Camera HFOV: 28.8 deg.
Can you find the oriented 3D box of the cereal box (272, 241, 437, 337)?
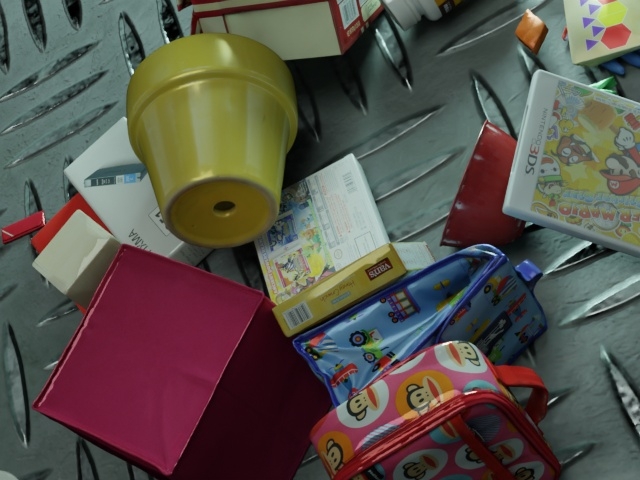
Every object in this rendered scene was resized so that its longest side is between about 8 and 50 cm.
[{"bbox_3d":[0.051,0.060,1.599,0.173,0.240,0.047,-30,83,12],"label":"cereal box"}]

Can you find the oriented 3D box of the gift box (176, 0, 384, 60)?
[{"bbox_3d":[-0.070,-0.388,1.902,0.258,0.276,0.255,0,24,24],"label":"gift box"}]

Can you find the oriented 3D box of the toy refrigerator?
[{"bbox_3d":[-0.279,0.069,1.770,0.094,0.269,0.102,35,84,36],"label":"toy refrigerator"}]

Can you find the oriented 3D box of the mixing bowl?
[{"bbox_3d":[0.235,-0.061,1.657,0.098,0.181,0.181,20,73,7],"label":"mixing bowl"}]

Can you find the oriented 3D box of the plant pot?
[{"bbox_3d":[-0.150,-0.128,1.797,0.254,0.254,0.239,-22,51,16],"label":"plant pot"}]

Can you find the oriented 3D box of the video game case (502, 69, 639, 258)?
[{"bbox_3d":[0.362,-0.095,1.602,0.227,0.026,0.206,18,69,-6],"label":"video game case"}]

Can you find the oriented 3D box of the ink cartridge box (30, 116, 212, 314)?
[{"bbox_3d":[-0.322,-0.019,1.969,0.261,0.066,0.296,-44,53,-1],"label":"ink cartridge box"}]

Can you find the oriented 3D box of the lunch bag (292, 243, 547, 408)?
[{"bbox_3d":[0.151,0.121,1.550,0.293,0.221,0.138,-39,54,4],"label":"lunch bag"}]

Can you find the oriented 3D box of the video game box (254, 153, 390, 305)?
[{"bbox_3d":[0.000,0.000,1.803,0.187,0.048,0.205,-25,55,11],"label":"video game box"}]

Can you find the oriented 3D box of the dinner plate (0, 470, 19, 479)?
[{"bbox_3d":[-0.501,0.410,1.858,0.141,0.017,0.141,-11,59,20],"label":"dinner plate"}]

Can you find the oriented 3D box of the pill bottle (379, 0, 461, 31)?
[{"bbox_3d":[0.188,-0.415,1.887,0.215,0.117,0.117,-38,53,5],"label":"pill bottle"}]

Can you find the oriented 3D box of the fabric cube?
[{"bbox_3d":[-0.167,0.196,1.652,0.254,0.258,0.259,19,74,33],"label":"fabric cube"}]

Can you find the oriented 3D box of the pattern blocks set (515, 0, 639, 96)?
[{"bbox_3d":[0.416,-0.334,1.755,0.285,0.026,0.324,-6,62,27],"label":"pattern blocks set"}]

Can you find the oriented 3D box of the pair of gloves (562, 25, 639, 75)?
[{"bbox_3d":[0.447,-0.326,1.765,0.159,0.023,0.198,31,81,36],"label":"pair of gloves"}]

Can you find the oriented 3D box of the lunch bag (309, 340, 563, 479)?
[{"bbox_3d":[0.153,0.239,1.444,0.258,0.293,0.120,-34,49,8],"label":"lunch bag"}]

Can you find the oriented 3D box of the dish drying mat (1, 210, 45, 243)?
[{"bbox_3d":[-0.501,-0.022,2.097,0.083,0.008,0.032,-23,55,15],"label":"dish drying mat"}]
